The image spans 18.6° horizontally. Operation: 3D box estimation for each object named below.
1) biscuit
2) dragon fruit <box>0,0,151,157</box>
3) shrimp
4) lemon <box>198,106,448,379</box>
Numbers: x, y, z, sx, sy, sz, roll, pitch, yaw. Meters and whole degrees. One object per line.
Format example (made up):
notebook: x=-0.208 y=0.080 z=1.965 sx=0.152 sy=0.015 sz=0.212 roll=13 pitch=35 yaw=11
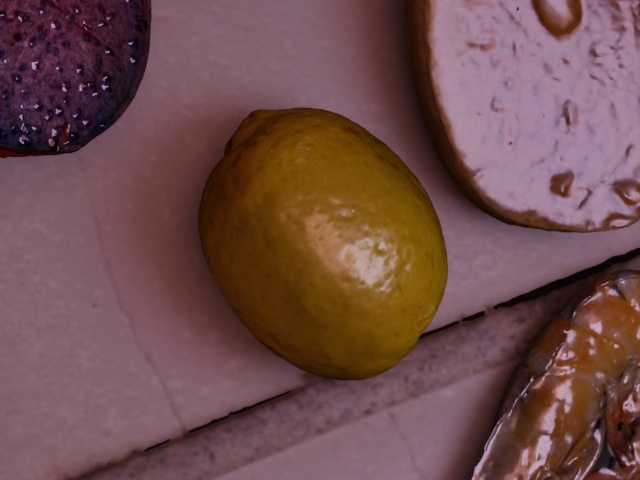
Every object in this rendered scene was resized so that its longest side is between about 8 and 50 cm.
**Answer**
biscuit: x=0.204 y=-0.180 z=1.470 sx=0.287 sy=0.057 sz=0.343 roll=-8 pitch=98 yaw=-11
dragon fruit: x=-0.243 y=-0.161 z=1.400 sx=0.218 sy=0.148 sz=0.223 roll=23 pitch=70 yaw=-40
shrimp: x=0.199 y=0.165 z=1.500 sx=0.164 sy=0.062 sz=0.317 roll=40 pitch=77 yaw=-10
lemon: x=0.000 y=0.000 z=1.416 sx=0.170 sy=0.170 sz=0.207 roll=-41 pitch=93 yaw=-12
